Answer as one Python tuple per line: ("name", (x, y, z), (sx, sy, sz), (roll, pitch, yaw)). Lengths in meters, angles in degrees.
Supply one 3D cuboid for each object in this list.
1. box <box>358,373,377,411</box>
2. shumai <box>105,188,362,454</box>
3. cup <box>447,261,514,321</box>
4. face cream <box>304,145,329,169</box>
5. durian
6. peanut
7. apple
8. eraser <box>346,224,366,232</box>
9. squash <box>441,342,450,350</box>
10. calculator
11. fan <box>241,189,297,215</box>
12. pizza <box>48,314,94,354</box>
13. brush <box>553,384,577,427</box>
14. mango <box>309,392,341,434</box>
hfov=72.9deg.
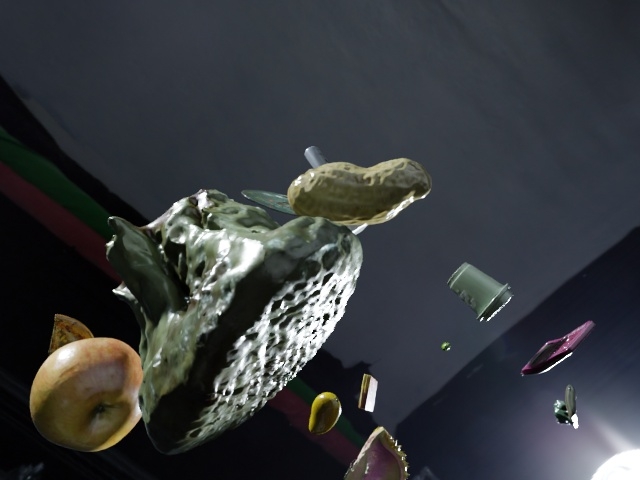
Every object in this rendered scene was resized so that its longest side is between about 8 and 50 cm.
("box", (0.136, 0.436, 1.231), (0.023, 0.090, 0.133), (5, 157, 18))
("shumai", (-0.155, 0.071, 0.639), (0.323, 0.398, 0.324), (42, -155, 22))
("cup", (0.409, 0.127, 1.118), (0.141, 0.120, 0.120), (45, -173, 21))
("face cream", (0.016, -0.245, 1.520), (0.084, 0.057, 0.198), (16, -145, -58))
("durian", (0.121, 0.539, 1.033), (0.132, 0.183, 0.165), (30, 152, -31))
("peanut", (0.088, -0.112, 0.981), (0.140, 0.324, 0.154), (81, 178, -58))
("apple", (-0.803, 0.540, 1.529), (0.391, 0.392, 0.346), (39, 174, -39))
("eraser", (0.000, 0.000, 1.328), (0.061, 0.351, 0.089), (58, 149, 10))
("squash", (0.382, 0.324, 1.320), (0.027, 0.027, 0.089), (49, -172, 22))
("calculator", (0.565, 0.263, 1.030), (0.034, 0.126, 0.191), (50, 151, 20))
("fan", (-0.084, -0.110, 1.301), (0.294, 0.012, 0.223), (3, -160, -32))
("pizza", (-1.013, 0.383, 1.705), (0.185, 0.176, 0.036), (59, 169, -21))
("brush", (0.307, 0.211, 0.544), (0.190, 0.027, 0.034), (41, -129, -52))
("mango", (0.012, 0.626, 1.562), (0.103, 0.161, 0.076), (27, -175, 13))
